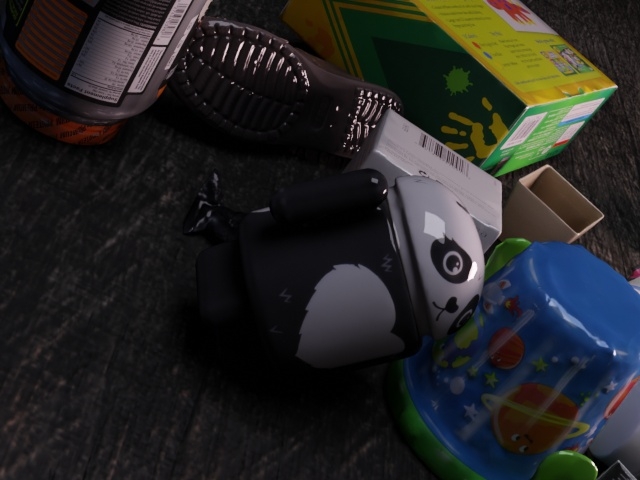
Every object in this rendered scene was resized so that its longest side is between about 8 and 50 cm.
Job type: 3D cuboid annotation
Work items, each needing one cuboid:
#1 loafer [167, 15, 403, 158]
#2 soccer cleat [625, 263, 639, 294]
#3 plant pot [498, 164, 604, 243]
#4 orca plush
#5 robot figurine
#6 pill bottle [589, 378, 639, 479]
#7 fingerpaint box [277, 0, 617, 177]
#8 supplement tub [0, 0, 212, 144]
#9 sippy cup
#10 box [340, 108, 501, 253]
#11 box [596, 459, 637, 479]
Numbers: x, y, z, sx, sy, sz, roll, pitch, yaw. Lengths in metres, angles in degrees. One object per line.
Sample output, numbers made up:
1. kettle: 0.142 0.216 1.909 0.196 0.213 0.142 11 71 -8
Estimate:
1. loafer: -0.062 -0.191 1.455 0.365 0.134 0.130 19 11 -40
2. soccer cleat: 0.419 0.111 1.516 0.331 0.116 0.143 -8 68 -44
3. plant pot: 0.307 -0.026 1.579 0.109 0.096 0.109 45 34 13
4. orca plush: 0.000 0.000 1.266 0.287 0.102 0.151 35 33 0
5. robot figurine: 0.021 0.038 1.111 0.209 0.278 0.174 55 21 -81
6. pill bottle: 0.461 0.260 1.299 0.283 0.161 0.161 32 33 -6
7. fingerpaint box: 0.206 -0.280 1.721 0.371 0.163 0.444 45 28 14
8. supplement tub: -0.219 -0.266 1.208 0.193 0.316 0.194 24 35 -18
9. sippy cup: 0.223 0.127 1.196 0.240 0.224 0.305 -3 49 -45
10. box: 0.116 -0.046 1.392 0.181 0.119 0.182 32 24 -5
11. box: 0.352 0.312 1.156 0.191 0.045 0.184 48 1 18
